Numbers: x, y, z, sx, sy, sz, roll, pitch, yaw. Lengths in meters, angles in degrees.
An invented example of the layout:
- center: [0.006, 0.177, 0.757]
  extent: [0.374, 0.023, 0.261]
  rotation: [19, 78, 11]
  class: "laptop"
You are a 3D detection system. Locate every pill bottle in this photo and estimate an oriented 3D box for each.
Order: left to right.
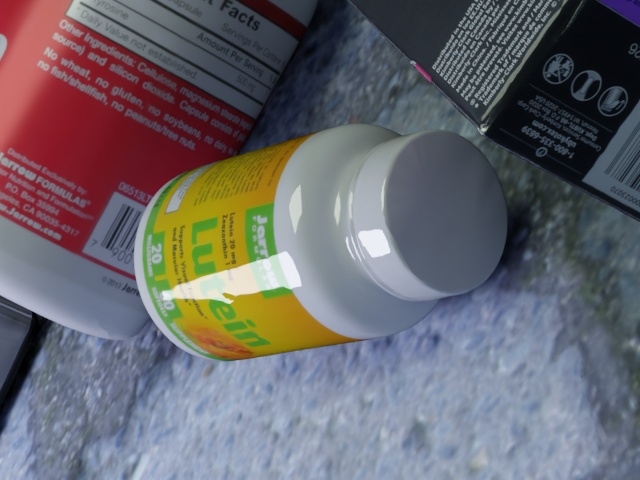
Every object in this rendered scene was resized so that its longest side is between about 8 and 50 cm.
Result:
- center: [-0.145, -0.149, 1.493]
  extent: [0.407, 0.229, 0.229]
  rotation: [-61, 32, 1]
  class: "pill bottle"
- center: [0.000, 0.000, 1.262]
  extent: [0.246, 0.136, 0.136]
  rotation: [-13, 57, 51]
  class: "pill bottle"

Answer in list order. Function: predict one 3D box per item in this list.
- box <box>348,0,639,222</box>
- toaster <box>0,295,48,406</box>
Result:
- center: [0.132, -0.142, 1.152]
  extent: [0.143, 0.165, 0.270]
  rotation: [-55, 32, 13]
  class: "box"
- center: [-0.335, 0.098, 1.691]
  extent: [0.168, 0.110, 0.185]
  rotation: [16, 80, 57]
  class: "toaster"
